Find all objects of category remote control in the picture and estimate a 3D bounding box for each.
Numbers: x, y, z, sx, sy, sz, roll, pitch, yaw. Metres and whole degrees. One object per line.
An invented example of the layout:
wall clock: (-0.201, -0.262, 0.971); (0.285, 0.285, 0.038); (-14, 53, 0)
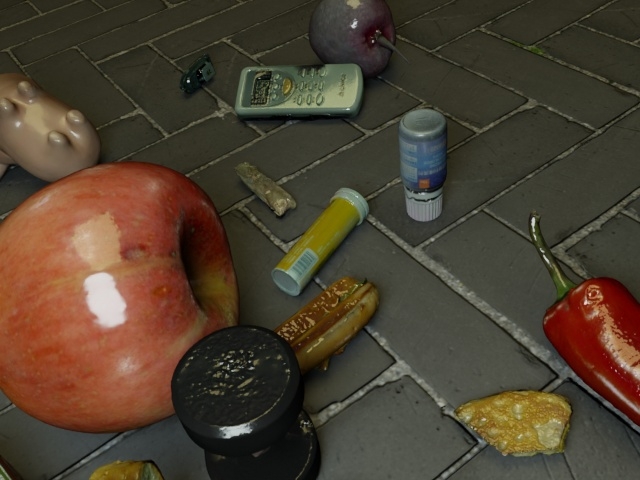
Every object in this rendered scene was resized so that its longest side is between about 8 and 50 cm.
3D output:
remote control: (-0.048, -0.339, 1.465); (0.296, 0.056, 0.140); (2, 70, 13)

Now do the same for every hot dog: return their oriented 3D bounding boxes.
hot dog: (0.001, 0.141, 0.976); (0.250, 0.076, 0.104); (-36, 29, -29)

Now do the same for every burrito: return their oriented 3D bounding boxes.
burrito: (-0.111, -0.104, 1.268); (0.051, 0.042, 0.171); (-25, 46, -29)

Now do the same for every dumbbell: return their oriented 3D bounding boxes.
dumbbell: (-0.086, 0.226, 0.793); (0.152, 0.218, 0.153); (-5, 45, 5)

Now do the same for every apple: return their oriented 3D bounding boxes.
apple: (-0.293, 0.081, 0.892); (0.363, 0.364, 0.364); (-5, 44, 5)

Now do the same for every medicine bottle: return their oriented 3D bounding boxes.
medicine bottle: (0.180, -0.127, 1.118); (0.083, 0.203, 0.084); (-5, 46, 5)
medicine bottle: (0.000, 0.000, 1.118); (0.073, 0.074, 0.218); (21, 53, 28)

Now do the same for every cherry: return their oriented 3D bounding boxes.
cherry: (0.078, -0.491, 1.510); (0.266, 0.213, 0.183); (14, 39, 36)

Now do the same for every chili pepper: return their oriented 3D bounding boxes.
chili pepper: (0.382, 0.121, 0.877); (0.134, 0.131, 0.338); (-43, 52, 2)

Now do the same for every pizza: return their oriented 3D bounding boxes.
pizza: (0.261, 0.243, 0.842); (0.160, 0.036, 0.099); (-9, 43, 3)

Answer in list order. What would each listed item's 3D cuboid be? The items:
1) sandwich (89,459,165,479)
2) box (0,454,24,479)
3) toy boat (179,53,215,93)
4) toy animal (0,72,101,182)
sandwich: (-0.200, 0.358, 0.680); (0.065, 0.215, 0.186); (-5, 43, 7)
box: (-0.428, 0.367, 0.763); (0.194, 0.148, 0.177); (29, 57, 34)
toy boat: (-0.316, -0.418, 1.620); (0.060, 0.055, 0.141); (6, 45, 26)
toy animal: (-0.630, -0.239, 1.390); (0.326, 0.269, 0.237); (38, 56, 1)
